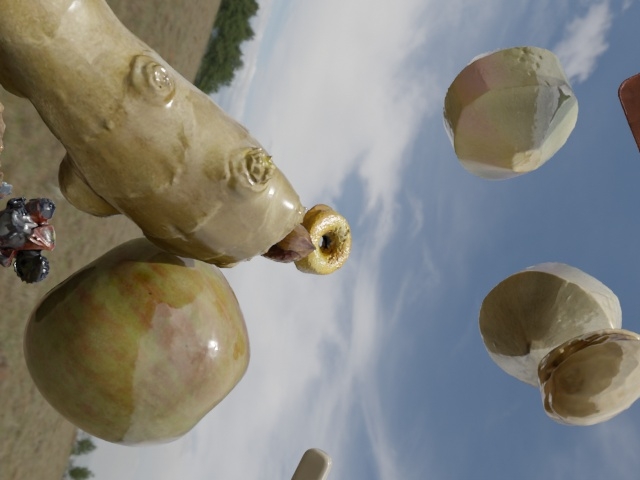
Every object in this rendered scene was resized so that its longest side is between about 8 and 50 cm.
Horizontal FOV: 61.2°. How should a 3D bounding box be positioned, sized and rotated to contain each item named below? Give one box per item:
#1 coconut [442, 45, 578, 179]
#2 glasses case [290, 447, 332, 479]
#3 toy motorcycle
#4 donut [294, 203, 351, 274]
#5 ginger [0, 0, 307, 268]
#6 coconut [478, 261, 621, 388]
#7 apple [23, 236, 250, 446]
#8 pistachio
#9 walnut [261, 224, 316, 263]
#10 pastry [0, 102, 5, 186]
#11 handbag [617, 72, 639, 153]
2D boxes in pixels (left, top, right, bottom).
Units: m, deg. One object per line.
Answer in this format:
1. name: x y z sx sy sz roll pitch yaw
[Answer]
1. coconut: 0.361 -0.233 1.030 0.259 0.260 0.259 -163 -90 -74
2. glasses case: -0.040 0.668 1.481 0.196 0.083 0.050 -61 153 -12
3. toy motorcycle: -0.810 -0.081 1.351 0.207 0.401 0.134 -50 179 9
4. donut: 0.000 0.003 1.848 0.118 0.254 0.253 15 -92 48
5. ginger: -0.181 -0.115 0.524 0.166 0.375 0.236 -45 -158 -27
6. coconut: 0.526 0.197 1.237 0.329 0.329 0.328 -163 -90 -74
7. apple: -0.219 0.125 0.680 0.257 0.233 0.257 -38 -172 6
8. pistachio: 0.496 0.239 0.956 0.157 0.230 0.157 63 -2 4
9. walnut: -0.107 -0.004 1.360 0.116 0.207 0.115 14 90 -78
10. pastry: -0.605 -0.104 0.697 0.337 0.405 0.292 53 -7 27
11. handbag: 0.595 -0.219 0.835 0.213 0.059 0.157 -23 -113 37
